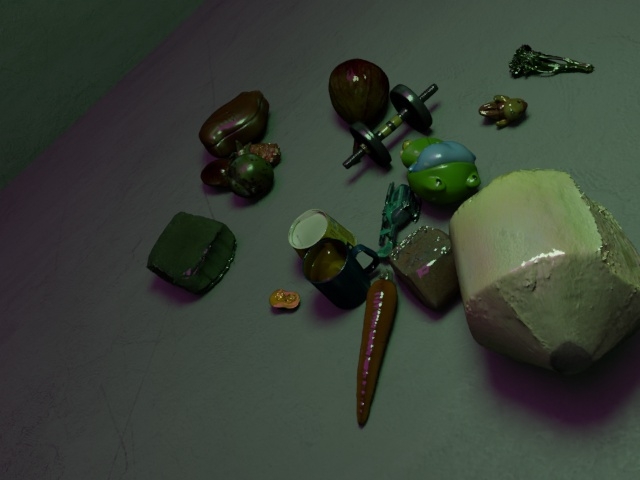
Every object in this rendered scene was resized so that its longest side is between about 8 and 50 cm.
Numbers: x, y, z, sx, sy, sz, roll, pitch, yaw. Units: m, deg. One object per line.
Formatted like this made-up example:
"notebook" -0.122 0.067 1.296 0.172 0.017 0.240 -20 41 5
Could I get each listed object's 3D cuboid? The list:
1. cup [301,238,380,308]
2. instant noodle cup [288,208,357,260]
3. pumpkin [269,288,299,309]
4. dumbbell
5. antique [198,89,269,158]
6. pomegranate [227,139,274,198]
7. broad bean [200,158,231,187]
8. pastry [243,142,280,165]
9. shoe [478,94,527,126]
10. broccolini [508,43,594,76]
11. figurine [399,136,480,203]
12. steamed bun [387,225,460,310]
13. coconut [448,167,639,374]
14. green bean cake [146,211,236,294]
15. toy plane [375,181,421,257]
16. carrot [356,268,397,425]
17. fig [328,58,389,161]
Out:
"cup" 0.055 0.077 1.152 0.150 0.138 0.114 -12 52 27
"instant noodle cup" 0.000 0.000 1.261 0.151 0.122 0.152 -20 46 22
"pumpkin" -0.086 0.152 1.269 0.083 0.028 0.050 6 59 27
"dumbbell" 0.186 -0.302 1.351 0.325 0.143 0.143 -42 44 -1
"antique" -0.288 -0.388 1.732 0.223 0.129 0.278 6 51 42
"pomegranate" -0.225 -0.209 1.548 0.148 0.148 0.169 -44 66 -2
"broad bean" -0.335 -0.221 1.683 0.165 0.085 0.114 10 37 43
"pastry" -0.190 -0.273 1.646 0.169 0.063 0.087 9 72 33
"shoe" 0.443 -0.316 1.244 0.069 0.072 0.109 -19 38 -35
"broccolini" 0.564 -0.436 1.259 0.058 0.074 0.201 -41 44 -24
"figurine" 0.274 -0.177 1.205 0.162 0.143 0.263 -3 27 -10
"steamed bun" 0.231 0.047 1.081 0.145 0.106 0.175 -42 42 -1
"coconut" 0.371 0.065 0.839 0.297 0.297 0.310 -21 47 20
"green bean cake" -0.373 0.039 1.484 0.227 0.125 0.223 13 63 38
"toy plane" 0.182 -0.059 1.230 0.096 0.060 0.235 -11 48 37
"carrot" 0.110 0.213 1.070 0.069 0.069 0.336 -1 62 33
"fig" 0.124 -0.377 1.483 0.190 0.190 0.291 -15 90 25
